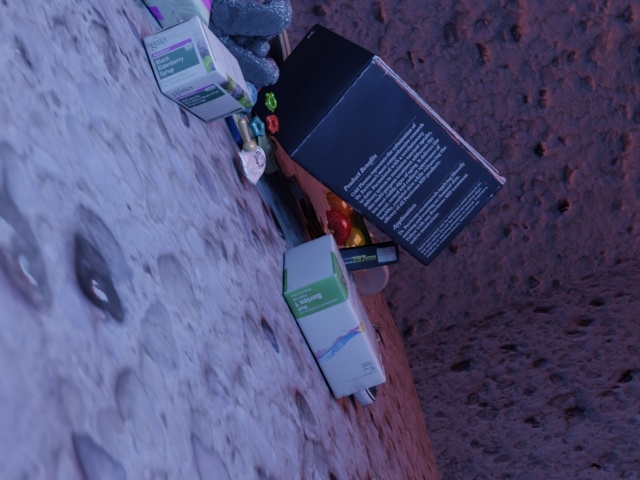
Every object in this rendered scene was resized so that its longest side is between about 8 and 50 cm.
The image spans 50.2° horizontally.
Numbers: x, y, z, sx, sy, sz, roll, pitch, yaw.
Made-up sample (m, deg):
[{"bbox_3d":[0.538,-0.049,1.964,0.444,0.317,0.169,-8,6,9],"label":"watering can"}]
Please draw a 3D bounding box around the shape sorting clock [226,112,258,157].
[{"bbox_3d":[-0.177,-0.279,1.490,0.206,0.040,0.206,-21,90,-83],"label":"shape sorting clock"}]

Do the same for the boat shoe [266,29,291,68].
[{"bbox_3d":[-0.192,-0.675,2.153,0.500,0.156,0.187,80,-11,-59],"label":"boat shoe"}]

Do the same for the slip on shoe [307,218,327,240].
[{"bbox_3d":[0.000,0.000,2.018,0.135,0.051,0.041,63,-5,2],"label":"slip on shoe"}]

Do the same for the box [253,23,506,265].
[{"bbox_3d":[0.124,-0.254,1.724,0.471,0.297,0.480,38,9,-28],"label":"box"}]

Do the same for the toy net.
[{"bbox_3d":[-0.138,-0.212,1.385,0.122,0.045,0.232,27,57,-52],"label":"toy net"}]

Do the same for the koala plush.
[{"bbox_3d":[-0.160,-0.470,1.432,0.221,0.203,0.196,-82,-171,-47],"label":"koala plush"}]

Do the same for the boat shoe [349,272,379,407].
[{"bbox_3d":[0.086,0.231,1.665,0.121,0.119,0.335,45,24,-73],"label":"boat shoe"}]

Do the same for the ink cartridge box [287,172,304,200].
[{"bbox_3d":[-0.073,-0.159,1.985,0.083,0.028,0.048,-102,168,-53],"label":"ink cartridge box"}]

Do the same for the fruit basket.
[{"bbox_3d":[0.043,-0.043,2.210,0.353,0.165,0.327,-3,71,-66],"label":"fruit basket"}]

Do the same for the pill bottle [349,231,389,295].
[{"bbox_3d":[0.157,0.072,2.528,0.278,0.162,0.162,-96,163,-64],"label":"pill bottle"}]

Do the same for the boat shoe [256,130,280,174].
[{"bbox_3d":[-0.122,-0.217,1.600,0.050,0.045,0.135,-104,-177,-45],"label":"boat shoe"}]

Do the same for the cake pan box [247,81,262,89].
[{"bbox_3d":[-0.230,-0.511,1.686,0.267,0.070,0.246,29,42,-79],"label":"cake pan box"}]

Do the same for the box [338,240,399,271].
[{"bbox_3d":[0.090,0.045,1.785,0.183,0.232,0.059,-11,92,-83],"label":"box"}]

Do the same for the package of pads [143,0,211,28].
[{"bbox_3d":[-0.261,-0.516,1.089,0.296,0.101,0.229,56,32,-66],"label":"package of pads"}]

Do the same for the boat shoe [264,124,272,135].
[{"bbox_3d":[-0.151,-0.355,1.941,0.046,0.038,0.125,-42,110,-38],"label":"boat shoe"}]

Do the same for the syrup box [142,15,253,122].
[{"bbox_3d":[-0.193,-0.272,1.123,0.237,0.093,0.096,7,63,-82],"label":"syrup box"}]

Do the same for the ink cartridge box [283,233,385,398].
[{"bbox_3d":[0.028,0.158,1.442,0.201,0.117,0.278,-95,162,-66],"label":"ink cartridge box"}]
